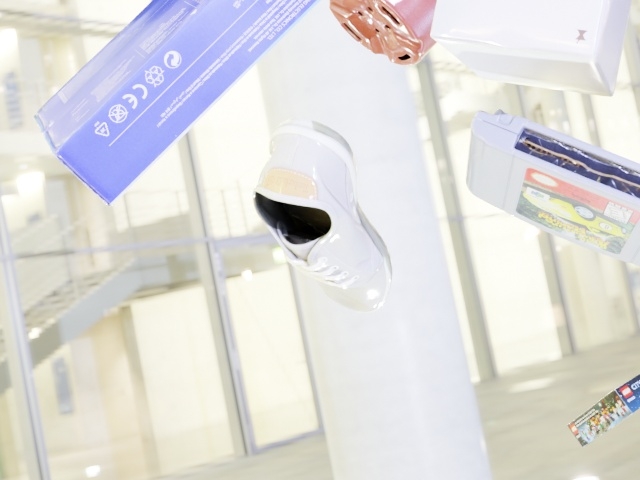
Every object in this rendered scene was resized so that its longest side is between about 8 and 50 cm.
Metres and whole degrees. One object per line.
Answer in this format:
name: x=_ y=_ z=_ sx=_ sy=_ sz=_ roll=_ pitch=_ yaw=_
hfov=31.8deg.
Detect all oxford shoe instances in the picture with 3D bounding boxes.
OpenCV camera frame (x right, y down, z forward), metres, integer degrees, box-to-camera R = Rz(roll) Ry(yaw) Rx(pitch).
oxford shoe: x=0.000 y=0.000 z=1.637 sx=0.169 sy=0.130 sz=0.449 roll=13 pitch=-27 yaw=19

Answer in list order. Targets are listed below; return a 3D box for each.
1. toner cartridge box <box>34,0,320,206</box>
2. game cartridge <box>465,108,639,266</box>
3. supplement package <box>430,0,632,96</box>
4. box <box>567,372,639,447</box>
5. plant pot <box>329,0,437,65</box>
toner cartridge box: x=-0.111 y=-0.197 z=1.051 sx=0.348 sy=0.075 sz=0.165 roll=-44 pitch=26 yaw=-1
game cartridge: x=0.313 y=-0.052 z=1.344 sx=0.294 sy=0.060 sz=0.196 roll=23 pitch=-12 yaw=13
supplement package: x=0.253 y=-0.278 z=1.276 sx=0.177 sy=0.175 sz=0.293 roll=11 pitch=3 yaw=17
box: x=0.501 y=0.220 z=1.702 sx=0.233 sy=0.044 sz=0.159 roll=-25 pitch=-18 yaw=-27
plant pot: x=0.160 y=-0.451 z=1.850 sx=0.265 sy=0.272 sz=0.272 roll=-51 pitch=5 yaw=-13
